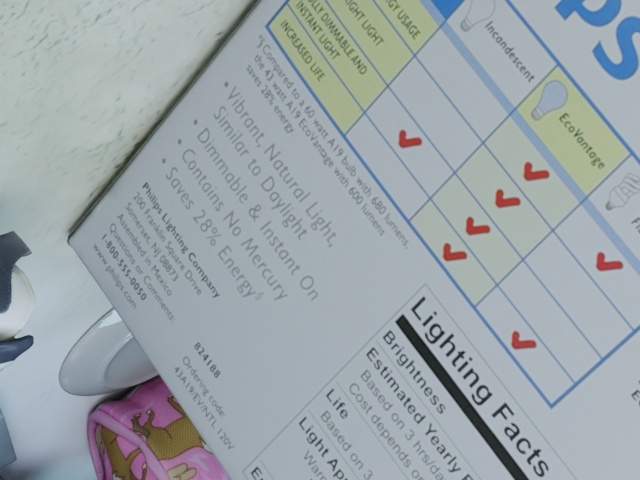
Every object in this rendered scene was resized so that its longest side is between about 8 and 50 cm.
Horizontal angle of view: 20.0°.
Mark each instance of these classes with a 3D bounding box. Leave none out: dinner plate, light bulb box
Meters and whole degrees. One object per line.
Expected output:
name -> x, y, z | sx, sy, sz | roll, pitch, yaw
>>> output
dinner plate -> -0.108, 0.063, 1.199 | 0.141, 0.017, 0.141 | -33, 159, -14
light bulb box -> 0.120, 0.009, 0.943 | 0.225, 0.358, 0.361 | -12, 151, -53

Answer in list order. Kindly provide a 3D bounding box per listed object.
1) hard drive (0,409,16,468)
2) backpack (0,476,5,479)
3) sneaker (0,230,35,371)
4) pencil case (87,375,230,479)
hard drive -> -0.258, 0.150, 1.134 | 0.135, 0.022, 0.094 | -30, 160, -16
backpack -> -0.204, 0.243, 1.222 | 0.117, 0.158, 0.173 | 9, 141, -20
sneaker -> -0.209, 0.032, 0.840 | 0.153, 0.094, 0.235 | -35, 161, -8
pencil case -> 0.016, 0.113, 1.318 | 0.386, 0.160, 0.167 | -26, 121, -26
